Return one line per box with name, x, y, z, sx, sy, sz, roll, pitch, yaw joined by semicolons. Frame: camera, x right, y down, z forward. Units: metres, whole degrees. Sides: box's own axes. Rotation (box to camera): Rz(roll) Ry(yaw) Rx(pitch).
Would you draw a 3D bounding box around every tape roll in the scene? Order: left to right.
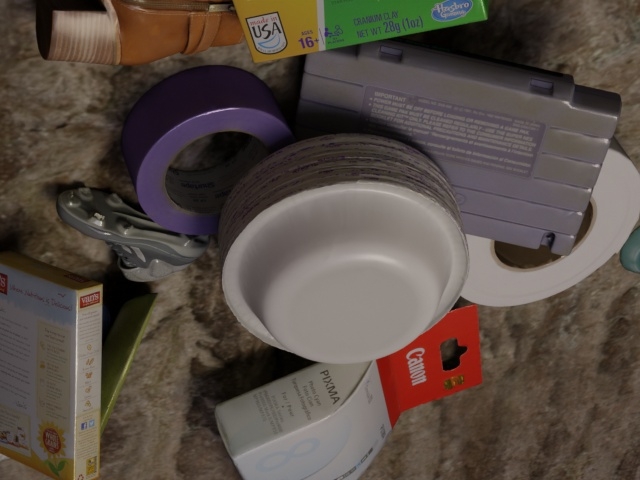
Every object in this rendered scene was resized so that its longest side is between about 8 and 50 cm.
tape roll;-0.126;-0.100;1.602;0.189;0.080;0.189;-13;137;-12
tape roll;0.272;-0.045;1.835;0.286;0.100;0.286;-13;137;-13

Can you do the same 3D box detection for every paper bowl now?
paper bowl;0.028;0.029;1.600;0.284;0.148;0.284;-4;135;-4

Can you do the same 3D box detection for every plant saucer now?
plant saucer;-0.260;0.169;1.728;0.037;0.241;0.241;23;126;-4
plant saucer;0.496;0.011;2.056;0.119;0.021;0.119;-13;137;-13

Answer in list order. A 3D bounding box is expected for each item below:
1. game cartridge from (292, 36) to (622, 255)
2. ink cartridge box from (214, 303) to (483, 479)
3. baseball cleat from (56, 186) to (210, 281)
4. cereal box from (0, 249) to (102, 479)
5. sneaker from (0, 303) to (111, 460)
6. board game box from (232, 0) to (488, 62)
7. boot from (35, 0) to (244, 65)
game cartridge;0.146;-0.115;1.626;0.355;0.068;0.230;13;128;1
ink cartridge box;0.063;0.250;1.994;0.385;0.091;0.308;-21;152;-3
baseball cleat;-0.232;0.003;1.665;0.206;0.072;0.109;17;131;-33
cereal box;-0.324;0.145;1.626;0.047;0.173;0.240;-13;114;-49
sneaker;-0.344;0.169;1.776;0.296;0.112;0.131;-45;151;25
board game box;0.008;-0.334;1.308;0.242;0.064;0.316;-9;125;14
boot;-0.154;-0.292;1.374;0.220;0.109;0.283;-7;129;-26
